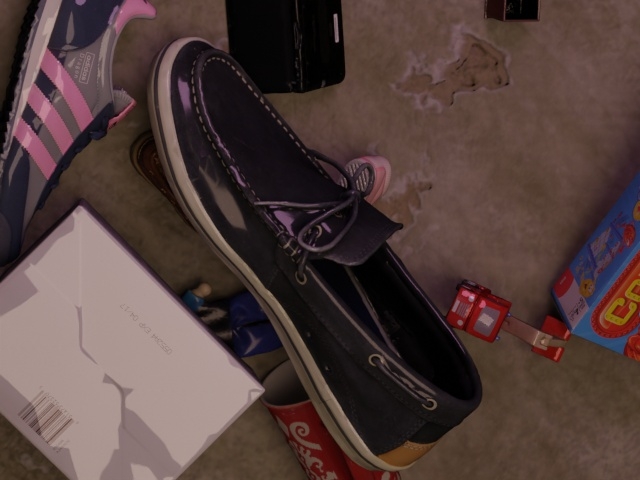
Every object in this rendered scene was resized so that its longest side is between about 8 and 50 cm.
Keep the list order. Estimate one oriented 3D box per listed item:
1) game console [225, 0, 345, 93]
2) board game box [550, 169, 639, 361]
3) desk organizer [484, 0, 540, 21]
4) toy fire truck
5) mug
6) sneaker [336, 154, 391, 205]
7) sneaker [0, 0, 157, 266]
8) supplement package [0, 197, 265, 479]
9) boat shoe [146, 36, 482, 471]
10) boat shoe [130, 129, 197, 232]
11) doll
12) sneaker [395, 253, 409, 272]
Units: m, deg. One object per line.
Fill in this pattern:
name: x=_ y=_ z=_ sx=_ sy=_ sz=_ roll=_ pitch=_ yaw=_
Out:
game console: x=-0.035 y=-0.220 z=1.921 sx=0.107 sy=0.071 sz=0.122 roll=-19 pitch=112 yaw=-44
board game box: x=0.470 y=0.019 z=2.040 sx=0.302 sy=0.086 sz=0.308 roll=22 pitch=116 yaw=-23
desk organizer: x=0.210 y=-0.301 z=1.956 sx=0.047 sy=0.050 sz=0.130 roll=-2 pitch=104 yaw=-17
toy fire truck: x=0.209 y=0.092 z=2.007 sx=0.135 sy=0.192 sz=0.047 roll=25 pitch=95 yaw=7
mug: x=0.013 y=0.224 z=1.981 sx=0.113 sy=0.150 sz=0.169 roll=-16 pitch=115 yaw=18
sneaker: x=0.031 y=-0.040 z=1.966 sx=0.051 sy=0.070 sz=0.134 roll=43 pitch=120 yaw=13
sneaker: x=-0.256 y=-0.114 z=1.824 sx=0.131 sy=0.112 sz=0.319 roll=14 pitch=100 yaw=-17
supplement package: x=-0.223 y=0.122 z=1.846 sx=0.204 sy=0.145 sz=0.262 roll=-44 pitch=98 yaw=-2
boat shoe: x=0.000 y=0.000 z=1.848 sx=0.156 sy=0.187 sz=0.500 roll=-29 pitch=94 yaw=34
boat shoe: x=-0.124 y=-0.044 z=1.910 sx=0.178 sy=0.060 sz=0.064 roll=41 pitch=89 yaw=-22
doll: x=-0.106 y=0.103 z=1.960 sx=0.189 sy=0.046 sz=0.129 roll=-12 pitch=105 yaw=-15
sneaker: x=0.092 y=0.100 z=2.019 sx=0.077 sy=0.072 sz=0.178 roll=-31 pitch=103 yaw=4
